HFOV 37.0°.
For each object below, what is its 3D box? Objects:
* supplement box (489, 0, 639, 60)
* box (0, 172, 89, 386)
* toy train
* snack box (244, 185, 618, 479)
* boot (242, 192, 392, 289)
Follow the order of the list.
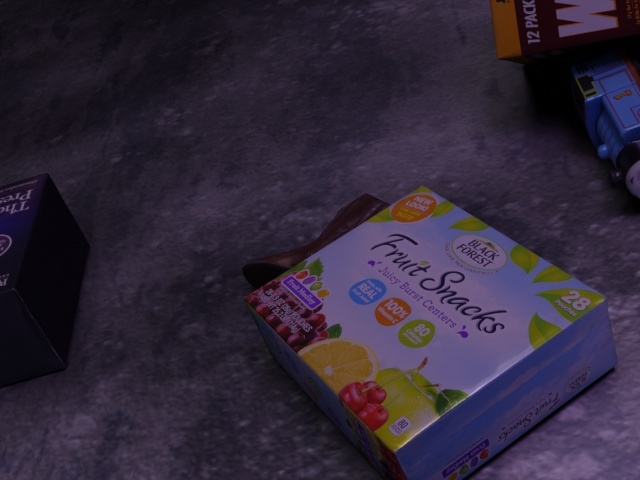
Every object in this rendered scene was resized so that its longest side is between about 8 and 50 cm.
[{"bbox_3d":[0.259,-0.240,0.863,0.194,0.129,0.191,-7,6,20],"label":"supplement box"},{"bbox_3d":[-0.361,0.058,0.875,0.261,0.103,0.184,-17,38,6],"label":"box"},{"bbox_3d":[0.274,-0.097,0.783,0.105,0.080,0.184,-22,36,14],"label":"toy train"},{"bbox_3d":[0.071,0.063,0.676,0.174,0.070,0.207,-32,38,-14],"label":"snack box"},{"bbox_3d":[0.000,0.000,0.827,0.106,0.037,0.114,-1,35,32],"label":"boot"}]
